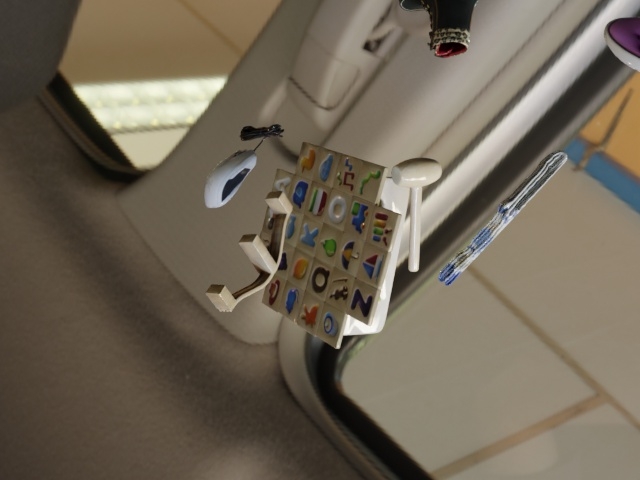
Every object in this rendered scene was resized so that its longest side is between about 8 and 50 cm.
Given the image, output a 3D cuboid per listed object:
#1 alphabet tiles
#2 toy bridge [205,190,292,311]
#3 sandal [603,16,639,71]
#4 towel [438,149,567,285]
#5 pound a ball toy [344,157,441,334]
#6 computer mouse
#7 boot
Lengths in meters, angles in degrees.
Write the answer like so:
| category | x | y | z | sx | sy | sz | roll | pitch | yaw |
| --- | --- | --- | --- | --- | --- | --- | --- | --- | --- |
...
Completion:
| category | x | y | z | sx | sy | sz | roll | pitch | yaw |
| --- | --- | --- | --- | --- | --- | --- | --- | --- | --- |
| alphabet tiles | 0.000 | 0.000 | 1.400 | 0.011 | 0.285 | 0.342 | 8 | -170 | -36 |
| toy bridge | -0.078 | 0.019 | 1.116 | 0.026 | 0.063 | 0.188 | -2 | -137 | 36 |
| sandal | 0.702 | -0.338 | 1.601 | 0.169 | 0.102 | 0.416 | -22 | -134 | -24 |
| towel | 0.331 | -0.039 | 1.619 | 0.034 | 0.285 | 0.209 | 43 | -123 | 8 |
| pound a ball toy | 0.065 | -0.001 | 1.441 | 0.135 | 0.319 | 0.208 | 1 | -162 | -28 |
| computer mouse | -0.152 | -0.141 | 1.595 | 0.106 | 0.042 | 0.193 | 12 | -119 | 48 |
| boot | 0.251 | -0.493 | 1.942 | 0.085 | 0.179 | 0.236 | 21 | 166 | -40 |
